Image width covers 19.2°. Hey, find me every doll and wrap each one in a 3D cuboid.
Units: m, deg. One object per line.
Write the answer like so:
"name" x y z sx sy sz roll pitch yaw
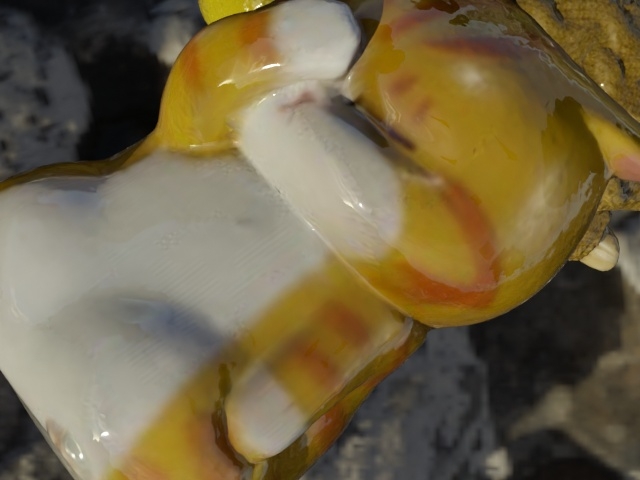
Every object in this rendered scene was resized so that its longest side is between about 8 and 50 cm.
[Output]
"doll" -0.013 0.002 0.723 0.270 0.166 0.162 -40 157 5

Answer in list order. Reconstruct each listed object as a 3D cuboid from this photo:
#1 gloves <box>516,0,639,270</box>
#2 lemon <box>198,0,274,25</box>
"gloves" 0.159 -0.088 1.262 0.356 0.155 0.203 10 93 -44
"lemon" -0.023 -0.135 1.027 0.082 0.111 0.082 -11 115 -24
